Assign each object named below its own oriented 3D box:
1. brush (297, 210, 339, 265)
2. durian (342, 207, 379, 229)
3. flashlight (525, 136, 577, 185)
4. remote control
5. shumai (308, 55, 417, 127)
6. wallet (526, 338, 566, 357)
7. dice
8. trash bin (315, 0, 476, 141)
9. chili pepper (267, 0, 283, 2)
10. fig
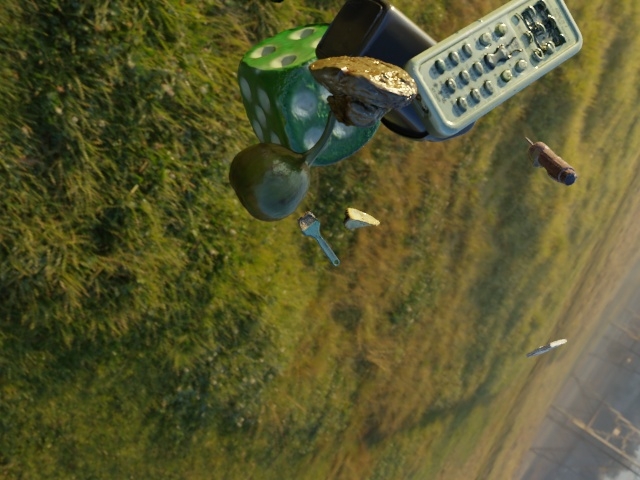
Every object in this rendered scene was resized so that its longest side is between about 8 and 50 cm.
[{"bbox_3d":[0.000,0.000,1.617,0.051,0.014,0.164,-40,110,-12],"label":"brush"},{"bbox_3d":[0.095,-0.056,1.554,0.130,0.066,0.052,5,79,-54],"label":"durian"},{"bbox_3d":[0.308,-0.103,0.859,0.052,0.110,0.031,36,109,-27],"label":"flashlight"},{"bbox_3d":[0.269,-0.282,0.995,0.335,0.128,0.065,-34,-176,-22],"label":"remote control"},{"bbox_3d":[0.061,-0.198,0.863,0.123,0.139,0.105,-72,153,-63],"label":"shumai"},{"bbox_3d":[0.446,0.214,1.266,0.044,0.011,0.083,-11,160,-24],"label":"wallet"},{"bbox_3d":[-0.030,-0.381,1.682,0.297,0.300,0.287,-28,127,-15],"label":"dice"},{"bbox_3d":[0.150,-0.309,1.187,0.290,0.209,0.182,31,99,-34],"label":"trash bin"},{"bbox_3d":[-0.089,-0.609,1.367,0.116,0.148,0.264,-51,-170,-14],"label":"chili pepper"},{"bbox_3d":[-0.052,-0.146,1.178,0.245,0.149,0.149,-40,150,-10],"label":"fig"}]
